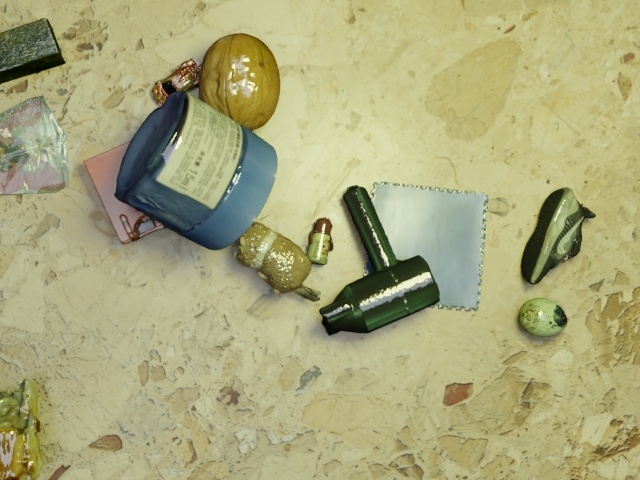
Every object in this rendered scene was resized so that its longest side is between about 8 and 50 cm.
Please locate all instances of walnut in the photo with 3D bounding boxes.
[{"bbox_3d":[-0.165,-0.318,1.637,0.168,0.167,0.207,0,90,-7],"label":"walnut"}]

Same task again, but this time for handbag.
[{"bbox_3d":[-0.389,-0.099,1.649,0.127,0.063,0.190,-25,87,-8],"label":"handbag"}]

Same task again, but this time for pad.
[{"bbox_3d":[0.230,0.013,1.744,0.269,0.012,0.269,8,87,-7],"label":"pad"}]

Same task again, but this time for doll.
[{"bbox_3d":[-0.084,0.052,1.651,0.221,0.105,0.115,46,110,-3],"label":"doll"}]

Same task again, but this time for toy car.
[{"bbox_3d":[-0.299,-0.331,1.681,0.122,0.035,0.059,-38,96,-9],"label":"toy car"}]

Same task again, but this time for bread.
[{"bbox_3d":[-0.733,0.342,1.523,0.370,0.191,0.314,-9,83,-20],"label":"bread"}]

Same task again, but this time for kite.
[{"bbox_3d":[-0.698,-0.163,1.630,0.361,0.022,0.204,-15,90,-12],"label":"kite"}]

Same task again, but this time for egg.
[{"bbox_3d":[0.483,0.168,1.732,0.110,0.085,0.085,17,85,-9],"label":"egg"}]

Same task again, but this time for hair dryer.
[{"bbox_3d":[0.079,0.039,1.678,0.244,0.116,0.302,-21,79,-7],"label":"hair dryer"}]

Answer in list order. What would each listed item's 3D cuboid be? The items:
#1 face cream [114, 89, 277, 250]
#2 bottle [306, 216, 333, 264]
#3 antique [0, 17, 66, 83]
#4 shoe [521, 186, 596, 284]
[{"bbox_3d":[-0.242,-0.136,1.540,0.225,0.249,0.249,32,83,-30],"label":"face cream"},{"bbox_3d":[-0.001,0.000,1.697,0.047,0.063,0.101,8,83,23],"label":"bottle"},{"bbox_3d":[-0.639,-0.370,1.616,0.221,0.081,0.080,-20,89,-8],"label":"antique"},{"bbox_3d":[0.523,-0.001,1.744,0.112,0.099,0.227,23,84,-13],"label":"shoe"}]
